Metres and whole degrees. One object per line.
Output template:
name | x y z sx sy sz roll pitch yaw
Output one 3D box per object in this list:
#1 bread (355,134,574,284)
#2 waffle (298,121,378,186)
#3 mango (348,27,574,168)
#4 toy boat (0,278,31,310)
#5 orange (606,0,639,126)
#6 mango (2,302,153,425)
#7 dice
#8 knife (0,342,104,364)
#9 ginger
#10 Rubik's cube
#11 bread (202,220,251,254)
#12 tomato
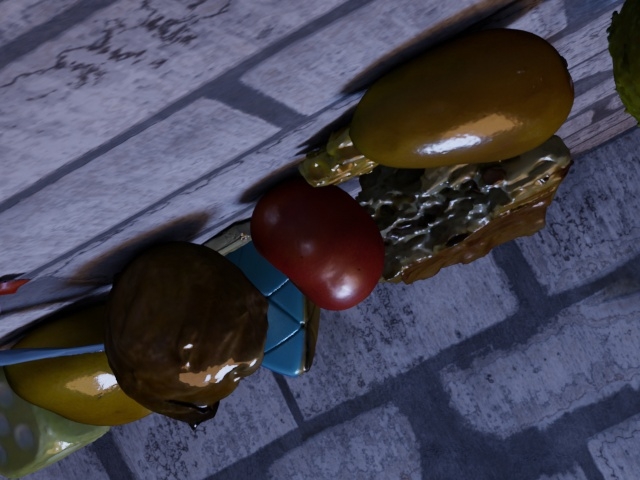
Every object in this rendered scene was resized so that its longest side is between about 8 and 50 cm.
bread | 0.180 -0.079 1.903 0.314 0.191 0.370 -23 169 2
waffle | 0.099 -0.142 1.654 0.291 0.051 0.291 -28 176 -2
mango | 0.161 -0.151 1.454 0.254 0.139 0.175 -17 163 -28
toy boat | -0.453 0.131 1.589 0.318 0.072 0.219 -38 170 7
orange | 0.491 -0.258 1.601 0.301 0.223 0.300 -30 -175 -8
mango | -0.328 0.181 1.986 0.211 0.173 0.317 -28 162 22
dice | -0.447 0.266 2.132 0.169 0.169 0.166 -32 173 33
knife | -0.339 0.147 1.749 0.044 0.019 0.313 -23 169 28
ginger | -0.181 0.098 1.771 0.223 0.200 0.269 -58 -162 28
Rubik's cube | -0.108 0.058 2.069 0.254 0.254 0.254 -27 174 -3
bread | -0.149 0.011 1.969 0.154 0.028 0.068 -30 175 35
tomato | 0.000 0.000 1.773 0.136 0.195 0.195 -48 175 -4
